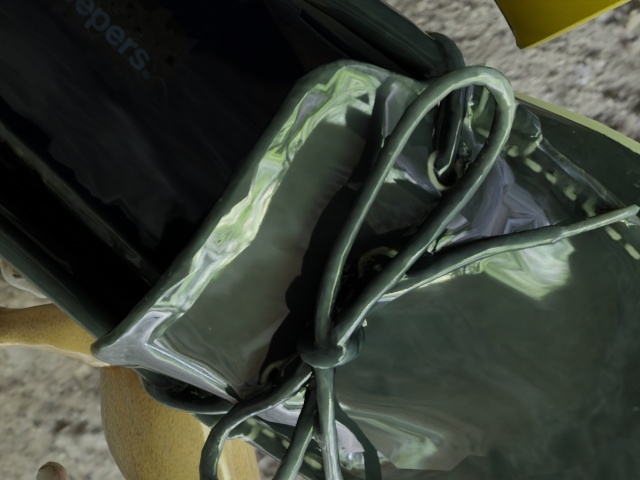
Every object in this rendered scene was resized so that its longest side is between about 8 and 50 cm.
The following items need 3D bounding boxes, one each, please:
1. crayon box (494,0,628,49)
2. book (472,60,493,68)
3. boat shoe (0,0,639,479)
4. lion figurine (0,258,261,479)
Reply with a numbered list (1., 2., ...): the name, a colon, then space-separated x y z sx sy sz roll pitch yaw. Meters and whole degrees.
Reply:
1. crayon box: 0.241 -0.227 0.477 0.106 0.363 0.313 58 147 -8
2. book: 0.164 -0.095 1.473 0.035 0.144 0.096 -17 126 32
3. boat shoe: 0.000 0.000 0.513 0.500 0.156 0.187 40 111 0
4. lion figurine: -0.095 0.115 0.943 0.240 0.142 0.392 1 113 17
